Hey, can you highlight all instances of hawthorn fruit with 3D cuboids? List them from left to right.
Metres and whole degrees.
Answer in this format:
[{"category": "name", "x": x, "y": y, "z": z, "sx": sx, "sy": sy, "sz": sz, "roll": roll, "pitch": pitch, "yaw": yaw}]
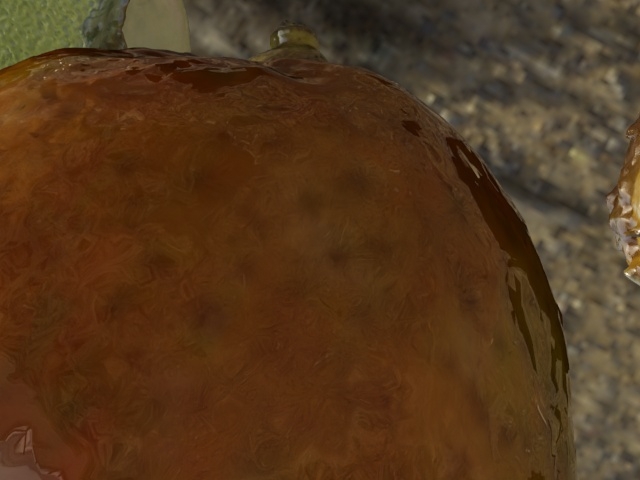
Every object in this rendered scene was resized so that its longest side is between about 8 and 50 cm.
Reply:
[{"category": "hawthorn fruit", "x": -0.080, "y": 0.117, "z": 0.928, "sx": 0.472, "sy": 0.472, "sz": 0.472, "roll": 26, "pitch": 158, "yaw": 12}]

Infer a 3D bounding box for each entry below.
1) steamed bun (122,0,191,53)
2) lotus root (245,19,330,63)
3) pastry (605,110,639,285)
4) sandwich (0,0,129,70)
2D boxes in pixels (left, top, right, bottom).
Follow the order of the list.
[{"category": "steamed bun", "x": -0.296, "y": -0.189, "z": 1.796, "sx": 0.233, "sy": 0.334, "sz": 0.312, "roll": 15, "pitch": -167, "yaw": 38}, {"category": "lotus root", "x": -0.042, "y": -0.099, "z": 1.534, "sx": 0.138, "sy": 0.214, "sz": 0.138, "roll": 19, "pitch": 156, "yaw": 9}, {"category": "pastry", "x": 0.413, "y": -0.062, "z": 1.431, "sx": 0.292, "sy": 0.405, "sz": 0.337, "roll": 12, "pitch": 157, "yaw": 31}, {"category": "sandwich", "x": -0.218, "y": -0.200, "z": 1.224, "sx": 0.212, "sy": 0.063, "sz": 0.245, "roll": 7, "pitch": 126, "yaw": 28}]
